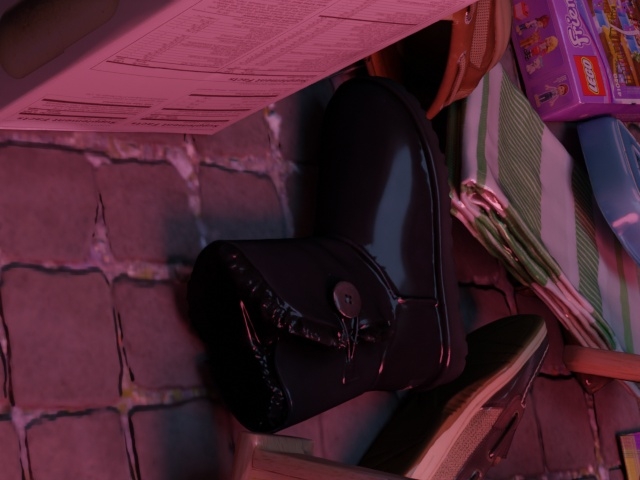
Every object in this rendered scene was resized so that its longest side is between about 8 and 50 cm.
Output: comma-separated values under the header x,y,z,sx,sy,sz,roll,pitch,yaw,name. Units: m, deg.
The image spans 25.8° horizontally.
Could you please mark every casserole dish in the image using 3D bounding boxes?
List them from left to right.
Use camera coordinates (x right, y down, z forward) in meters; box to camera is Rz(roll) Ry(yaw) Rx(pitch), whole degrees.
x,y,z,sx,sy,sz,roll,pitch,yaw,name
0.285,-0.045,1.272,0.114,0.037,0.188,46,24,-27,casserole dish

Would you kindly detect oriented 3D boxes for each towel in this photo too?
x,y,z,sx,sy,sz,roll,pitch,yaw,name
0.215,-0.010,1.187,0.325,0.038,0.248,44,31,-26,towel
0.296,0.201,1.253,0.083,0.009,0.060,4,73,-44,towel

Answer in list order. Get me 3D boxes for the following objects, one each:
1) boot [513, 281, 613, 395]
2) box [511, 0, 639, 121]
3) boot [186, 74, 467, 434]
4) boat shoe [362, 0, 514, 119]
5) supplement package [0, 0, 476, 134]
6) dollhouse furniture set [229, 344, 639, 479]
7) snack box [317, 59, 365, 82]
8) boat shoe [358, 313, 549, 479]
x,y,z,sx,sy,sz,roll,pitch,yaw,name
0.214,0.081,1.201,0.106,0.037,0.114,-9,85,-46,boot
0.246,-0.260,1.348,0.201,0.057,0.293,-4,78,-47,box
0.000,0.000,0.965,0.207,0.094,0.247,-3,80,-48,boot
0.071,-0.204,0.994,0.120,0.122,0.324,-57,150,-26,boat shoe
-0.076,-0.198,0.840,0.198,0.262,0.199,-4,77,-46,supplement package
0.141,0.245,0.921,0.394,0.256,0.362,18,81,-57,dollhouse furniture set
0.041,-0.177,1.131,0.178,0.022,0.064,-26,93,-48,snack box
0.107,0.140,1.038,0.223,0.080,0.073,-43,114,-39,boat shoe
